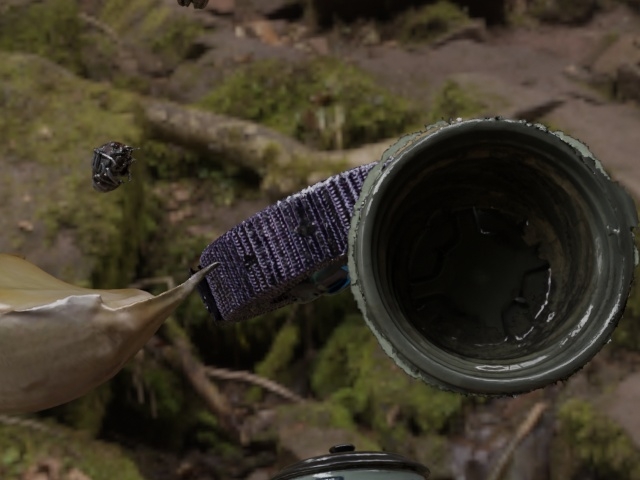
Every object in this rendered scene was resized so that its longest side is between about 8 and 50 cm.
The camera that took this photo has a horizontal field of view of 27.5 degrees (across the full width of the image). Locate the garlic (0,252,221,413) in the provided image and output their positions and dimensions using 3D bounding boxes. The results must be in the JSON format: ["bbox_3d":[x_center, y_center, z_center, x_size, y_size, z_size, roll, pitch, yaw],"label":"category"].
[{"bbox_3d":[-0.281,0.072,1.318,0.338,0.151,0.196,0,44,41],"label":"garlic"}]

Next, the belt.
[{"bbox_3d":[0.000,0.000,1.579,0.260,0.122,0.325,-13,-14,-47],"label":"belt"}]

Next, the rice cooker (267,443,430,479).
[{"bbox_3d":[0.042,0.397,1.819,0.280,0.227,0.241,-16,-24,23],"label":"rice cooker"}]

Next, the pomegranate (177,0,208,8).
[{"bbox_3d":[-0.188,-0.417,1.865,0.125,0.163,0.138,27,29,-13],"label":"pomegranate"}]

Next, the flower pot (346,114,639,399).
[{"bbox_3d":[0.137,0.019,1.090,0.235,0.235,0.140,-4,-8,0],"label":"flower pot"}]

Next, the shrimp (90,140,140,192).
[{"bbox_3d":[-0.288,-0.107,1.819,0.056,0.065,0.165,0,-6,-21],"label":"shrimp"}]
